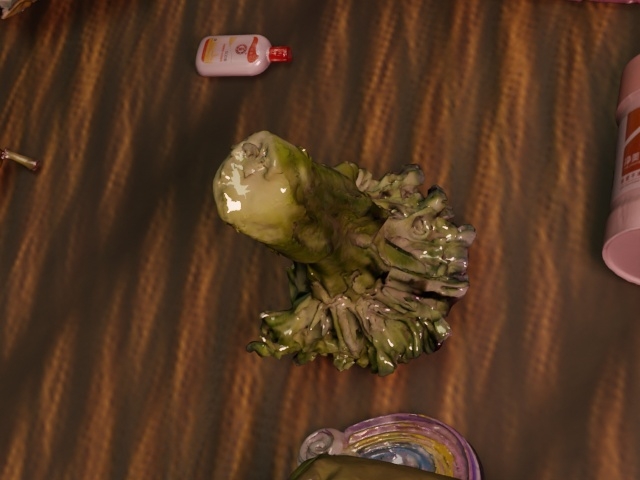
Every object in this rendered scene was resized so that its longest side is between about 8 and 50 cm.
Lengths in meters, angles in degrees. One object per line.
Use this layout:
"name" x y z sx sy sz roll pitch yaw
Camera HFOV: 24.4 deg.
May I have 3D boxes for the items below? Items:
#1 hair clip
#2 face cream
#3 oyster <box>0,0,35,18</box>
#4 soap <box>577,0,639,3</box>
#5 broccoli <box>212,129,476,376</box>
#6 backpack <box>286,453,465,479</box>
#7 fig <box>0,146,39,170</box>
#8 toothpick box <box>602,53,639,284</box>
"hair clip" 0.059 0.177 1.015 0.116 0.049 0.172 -22 46 -10
"face cream" -0.066 -0.159 1.270 0.083 0.021 0.040 1 62 20
"oyster" -0.231 -0.305 1.381 0.223 0.083 0.214 -28 52 8
"soap" 0.086 -0.313 1.180 0.359 0.233 0.128 9 66 24
"broccoli" 0.006 -0.004 0.987 0.145 0.304 0.165 2 78 20
"backpack" 0.042 0.261 0.874 0.207 0.140 0.253 11 88 4
"fig" -0.309 -0.066 1.275 0.125 0.089 0.089 -15 53 -20
"toothpick box" 0.255 -0.051 1.044 0.098 0.098 0.149 1 62 20
